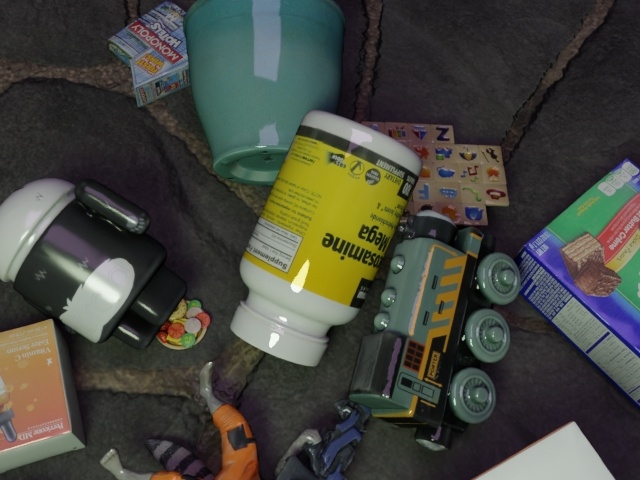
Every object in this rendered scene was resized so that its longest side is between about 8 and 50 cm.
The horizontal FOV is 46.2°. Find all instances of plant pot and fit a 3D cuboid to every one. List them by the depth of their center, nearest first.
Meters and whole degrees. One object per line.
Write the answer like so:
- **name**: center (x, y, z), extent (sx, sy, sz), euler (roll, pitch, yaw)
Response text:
- **plant pot**: center (-0.085, -0.234, 1.226), extent (0.271, 0.271, 0.255), euler (-2, 76, -5)

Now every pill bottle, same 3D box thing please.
- **pill bottle**: center (0.000, 0.000, 1.077), extent (0.188, 0.188, 0.334), euler (24, 92, 9)

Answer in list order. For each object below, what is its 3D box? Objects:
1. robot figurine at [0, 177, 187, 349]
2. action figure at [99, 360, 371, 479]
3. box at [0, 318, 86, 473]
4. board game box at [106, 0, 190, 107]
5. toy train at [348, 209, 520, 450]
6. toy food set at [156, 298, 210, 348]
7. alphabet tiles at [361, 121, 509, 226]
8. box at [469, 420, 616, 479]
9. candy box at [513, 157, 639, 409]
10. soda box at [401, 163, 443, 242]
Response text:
- **robot figurine**: center (-0.331, 0.032, 1.066), extent (0.278, 0.173, 0.209), euler (35, 82, -7)
- **action figure**: center (-0.072, 0.319, 1.005), extent (0.330, 0.178, 0.341), euler (41, 36, 11)
- **box**: center (-0.412, 0.215, 1.040), extent (0.130, 0.091, 0.170), euler (-15, 63, -12)
- **board game box**: center (-0.294, -0.341, 1.370), extent (0.194, 0.060, 0.194), euler (40, 65, 17)
- **toy train**: center (0.163, 0.119, 1.063), extent (0.190, 0.142, 0.334), euler (26, 69, -23)
- **toy food set**: center (-0.212, 0.126, 1.143), extent (0.082, 0.020, 0.083), euler (15, 61, 4)
- **alphabet tiles**: center (0.188, -0.112, 1.237), extent (0.237, 0.009, 0.198), euler (2, 60, -4)
- **box**: center (0.197, 0.369, 0.854), extent (0.215, 0.345, 0.168), euler (-24, 66, -17)
- **candy box**: center (0.498, 0.069, 1.166), extent (0.268, 0.122, 0.317), euler (-36, 71, -21)
- **soda box**: center (0.167, -0.035, 1.234), extent (0.058, 0.061, 0.181), euler (8, 61, 0)
